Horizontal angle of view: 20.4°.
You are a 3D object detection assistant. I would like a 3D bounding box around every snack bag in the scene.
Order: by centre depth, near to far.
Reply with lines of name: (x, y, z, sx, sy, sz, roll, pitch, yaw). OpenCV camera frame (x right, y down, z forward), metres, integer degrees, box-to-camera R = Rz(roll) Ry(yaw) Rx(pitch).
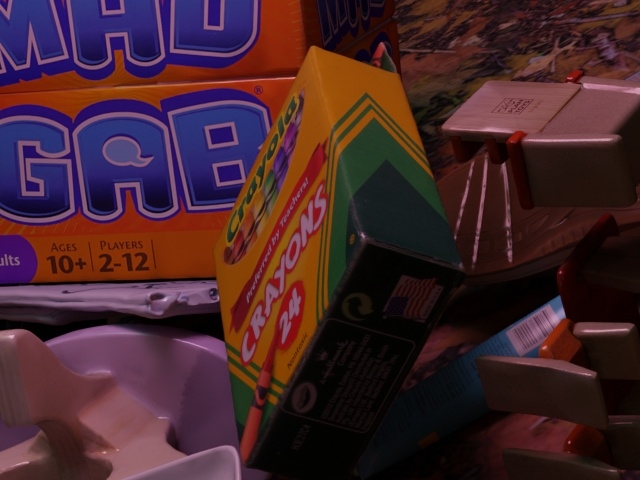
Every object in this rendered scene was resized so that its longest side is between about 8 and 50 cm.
snack bag: (-0.107, 0.052, 1.572, 0.323, 0.037, 0.342, -2, 0, -39)

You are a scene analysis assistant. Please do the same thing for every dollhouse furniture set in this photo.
dollhouse furniture set: (0.188, 0.018, 1.222, 0.135, 0.259, 0.262, 5, 35, 37)

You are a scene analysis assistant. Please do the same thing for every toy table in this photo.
toy table: (-0.177, 0.168, 1.358, 0.274, 0.252, 0.161, -19, 8, 23)

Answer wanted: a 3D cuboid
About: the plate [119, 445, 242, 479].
plate: (-0.163, 0.296, 1.181, 0.278, 0.045, 0.277, -21, 46, 17)

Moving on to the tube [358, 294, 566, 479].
tube: (0.114, 0.115, 1.380, 0.207, 0.052, 0.080, -31, 16, 5)

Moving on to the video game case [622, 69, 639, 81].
video game case: (0.371, -0.169, 1.766, 0.166, 0.015, 0.119, -31, 21, -9)

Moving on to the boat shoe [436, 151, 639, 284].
boat shoe: (0.225, -0.013, 1.456, 0.342, 0.123, 0.123, -17, 52, 38)

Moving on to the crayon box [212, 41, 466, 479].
crayon box: (0.000, 0.000, 1.294, 0.318, 0.081, 0.202, -103, 35, -56)

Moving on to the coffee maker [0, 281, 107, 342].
coffee maker: (-0.300, 0.057, 1.817, 0.120, 0.171, 0.178, -21, 19, -23)

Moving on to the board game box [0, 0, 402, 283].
board game box: (-0.135, -0.178, 1.702, 0.356, 0.356, 0.356, -2, 14, 15)
